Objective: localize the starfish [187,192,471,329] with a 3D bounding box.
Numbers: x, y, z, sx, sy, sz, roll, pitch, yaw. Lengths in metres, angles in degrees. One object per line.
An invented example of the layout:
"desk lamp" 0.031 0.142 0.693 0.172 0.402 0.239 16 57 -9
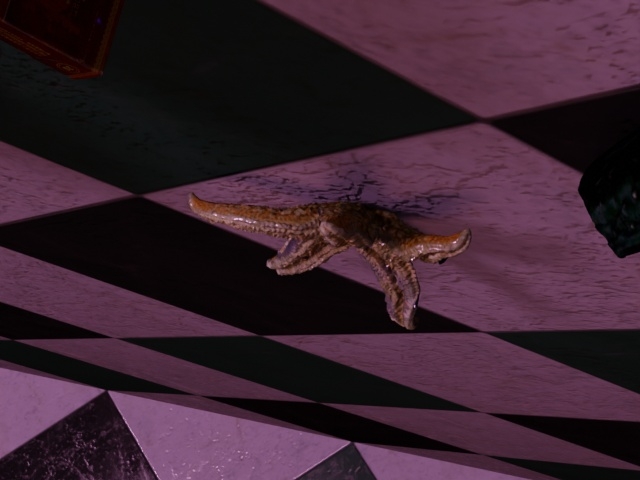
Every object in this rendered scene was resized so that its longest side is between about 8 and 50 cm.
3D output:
"starfish" 0.000 0.000 0.767 0.176 0.053 0.208 15 163 -6

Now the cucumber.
"cucumber" 0.152 -0.030 0.509 0.046 0.070 0.220 43 163 3

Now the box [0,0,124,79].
"box" -0.116 -0.104 0.474 0.023 0.051 0.082 2 162 44
